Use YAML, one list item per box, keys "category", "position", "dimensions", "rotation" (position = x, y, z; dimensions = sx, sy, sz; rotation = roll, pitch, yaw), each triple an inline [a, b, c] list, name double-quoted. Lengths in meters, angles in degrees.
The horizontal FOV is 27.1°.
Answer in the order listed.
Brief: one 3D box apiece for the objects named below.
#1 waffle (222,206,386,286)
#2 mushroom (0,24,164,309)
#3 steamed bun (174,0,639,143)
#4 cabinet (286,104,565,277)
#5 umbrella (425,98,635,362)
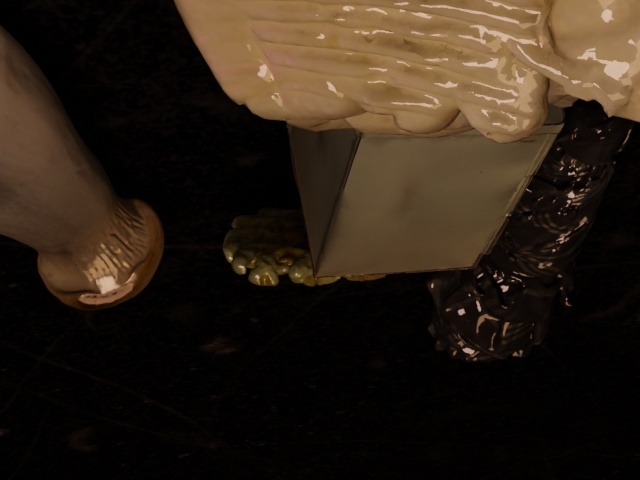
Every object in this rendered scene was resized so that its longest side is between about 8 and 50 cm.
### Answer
- category: "waffle"
  position: [0.000, 0.000, 1.128]
  dimensions: [0.169, 0.036, 0.183]
  rotation: [-5, -165, -9]
- category: "mushroom"
  position: [-0.235, -0.053, 1.002]
  dimensions: [0.159, 0.122, 0.328]
  rotation: [18, 162, 26]
- category: "steamed bun"
  position: [0.088, -0.212, 0.658]
  dimensions: [0.339, 0.247, 0.352]
  rotation: [5, 136, 23]
- category: "cabinet"
  position: [0.069, -0.085, 0.991]
  dimensions: [0.150, 0.145, 0.206]
  rotation: [-4, 151, -13]
- category: "umbrella"
  position: [0.177, -0.008, 1.209]
  dimensions: [0.154, 0.128, 0.336]
  rotation: [-20, 148, -16]
